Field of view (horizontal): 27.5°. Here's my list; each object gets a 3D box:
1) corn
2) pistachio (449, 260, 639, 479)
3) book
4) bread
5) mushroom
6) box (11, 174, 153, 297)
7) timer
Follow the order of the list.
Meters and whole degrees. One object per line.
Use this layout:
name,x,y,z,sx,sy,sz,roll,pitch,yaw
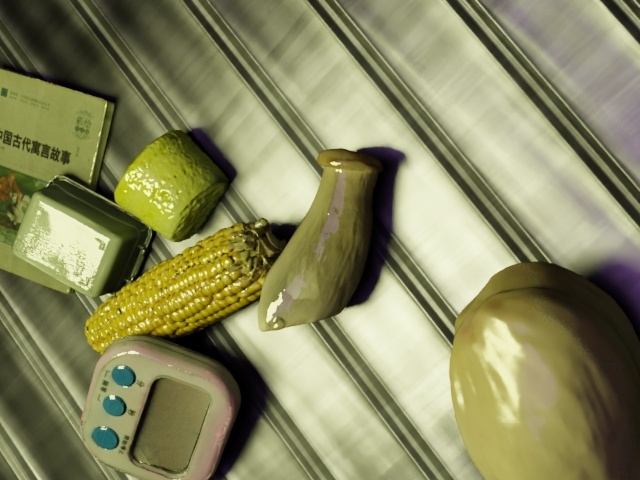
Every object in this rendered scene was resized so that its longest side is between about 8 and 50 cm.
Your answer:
corn,-0.172,0.067,1.688,0.318,0.115,0.115,-27,81,30
pistachio,0.262,0.184,1.425,0.226,0.208,0.331,-22,90,-16
book,-0.404,-0.086,1.842,0.215,0.025,0.282,17,103,24
bread,-0.197,-0.070,1.695,0.114,0.111,0.129,39,114,12
mushroom,0.008,0.007,1.592,0.108,0.096,0.247,23,96,-2
box,-0.326,0.000,1.751,0.172,0.093,0.124,27,106,10
timer,-0.208,0.222,1.695,0.191,0.069,0.208,21,119,0
